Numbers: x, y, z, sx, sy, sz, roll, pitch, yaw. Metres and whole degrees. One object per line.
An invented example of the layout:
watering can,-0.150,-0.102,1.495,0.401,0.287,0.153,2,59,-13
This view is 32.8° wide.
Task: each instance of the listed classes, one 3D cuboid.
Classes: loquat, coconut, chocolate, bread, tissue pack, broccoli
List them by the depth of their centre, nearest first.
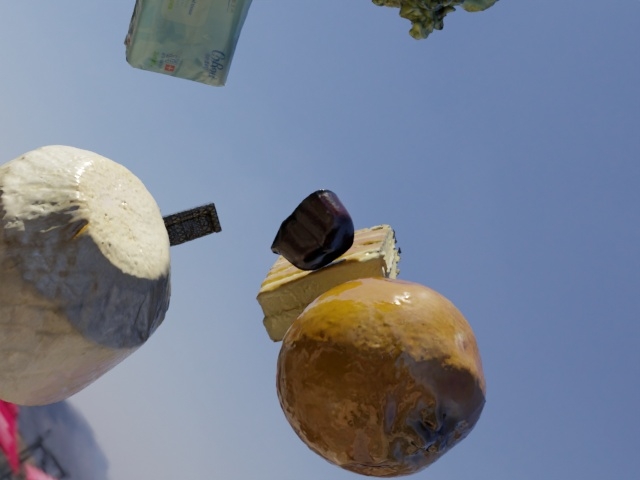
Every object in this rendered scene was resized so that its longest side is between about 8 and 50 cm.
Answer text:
coconut,-0.341,0.044,1.311,0.329,0.329,0.329,51,-16,21
broccoli,0.171,-0.435,1.668,0.248,0.288,0.245,0,-33,45
loquat,0.092,0.213,1.688,0.328,0.328,0.328,51,-16,21
tissue pack,-0.204,-0.376,1.737,0.263,0.177,0.089,118,-24,-46
chocolate,0.000,0.000,1.818,0.125,0.149,0.080,27,21,-51
bread,0.026,0.064,1.964,0.239,0.246,0.111,-65,134,-70

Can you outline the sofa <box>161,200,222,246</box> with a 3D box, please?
sofa,-0.244,-0.027,1.981,0.039,0.118,0.060,-151,-135,-74
